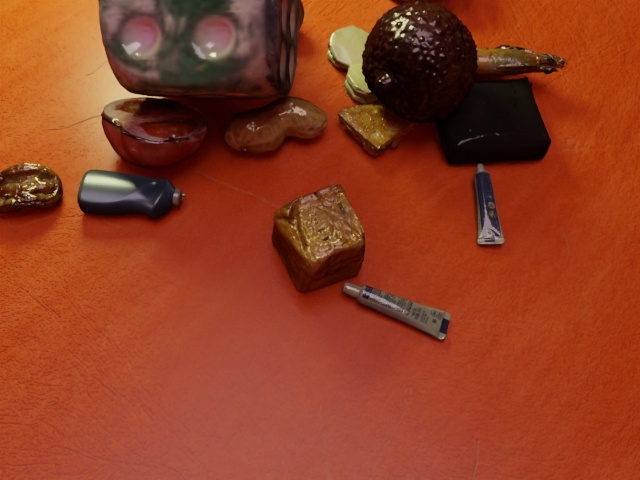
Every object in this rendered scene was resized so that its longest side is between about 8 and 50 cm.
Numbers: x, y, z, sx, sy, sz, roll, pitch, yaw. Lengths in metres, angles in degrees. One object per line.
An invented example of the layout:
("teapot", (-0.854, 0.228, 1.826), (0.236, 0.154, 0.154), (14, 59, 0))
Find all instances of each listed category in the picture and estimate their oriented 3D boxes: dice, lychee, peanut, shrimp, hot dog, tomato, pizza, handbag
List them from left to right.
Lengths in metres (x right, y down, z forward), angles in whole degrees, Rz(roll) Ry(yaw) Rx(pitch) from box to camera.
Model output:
("hot dog", (-0.592, -0.101, 1.398), (0.147, 0.065, 0.099), (-5, 71, -10))
("tomato", (-0.337, -0.213, 1.453), (0.199, 0.112, 0.228), (-17, 41, -33))
("dice", (-0.219, -0.454, 1.406), (0.348, 0.330, 0.327), (3, 99, 11))
("peanut", (-0.096, -0.248, 1.506), (0.230, 0.098, 0.103), (-21, 105, -15))
("pizza", (0.118, -0.243, 1.546), (0.175, 0.046, 0.134), (13, 58, 3))
("lychee", (0.212, -0.375, 1.472), (0.261, 0.260, 0.260), (2, 60, -4))
("handbag", (0.380, -0.279, 1.570), (0.247, 0.080, 0.223), (-3, 60, -7))
("shrimp", (0.424, -0.425, 1.647), (0.287, 0.062, 0.152), (3, 25, 3))

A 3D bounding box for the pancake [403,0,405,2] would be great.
("pancake", (0.262, -0.706, 1.756), (0.266, 0.057, 0.244), (35, 94, 22))

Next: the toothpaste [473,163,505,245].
("toothpaste", (0.348, -0.078, 1.479), (0.057, 0.034, 0.197), (-3, 63, 4))

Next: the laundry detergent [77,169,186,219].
("laundry detergent", (-0.375, -0.091, 1.413), (0.207, 0.061, 0.096), (5, 52, -3))

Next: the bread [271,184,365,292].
("bread", (0.000, 0.000, 1.346), (0.149, 0.143, 0.158), (-24, 61, -17))

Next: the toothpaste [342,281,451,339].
("toothpaste", (0.144, 0.128, 1.344), (0.216, 0.037, 0.062), (21, 61, 3))

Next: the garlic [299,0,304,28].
("garlic", (-0.148, -0.572, 1.654), (0.191, 0.214, 0.160), (-33, 37, 13))

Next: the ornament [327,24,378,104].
("ornament", (0.123, -0.419, 1.646), (0.180, 0.059, 0.201), (-19, 67, -16))
